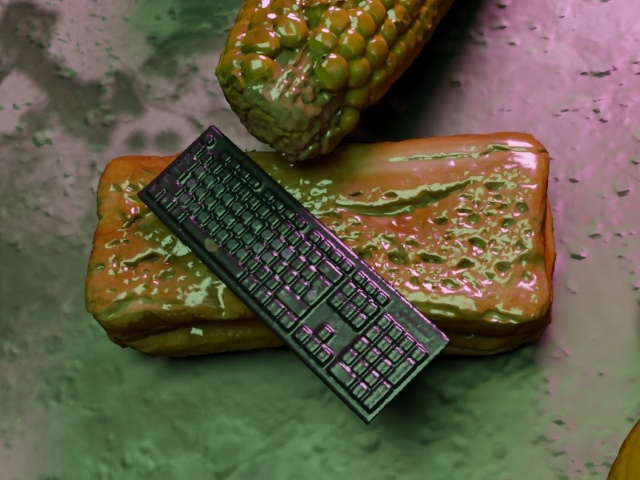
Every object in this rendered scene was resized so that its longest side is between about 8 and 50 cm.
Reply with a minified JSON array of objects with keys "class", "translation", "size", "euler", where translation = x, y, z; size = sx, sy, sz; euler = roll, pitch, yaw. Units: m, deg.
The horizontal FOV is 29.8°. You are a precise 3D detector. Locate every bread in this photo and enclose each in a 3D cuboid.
[{"class":"bread","translation":[-0.001,-0.001,0.704],"size":[0.271,0.077,0.139],"euler":[-3,65,13]}]

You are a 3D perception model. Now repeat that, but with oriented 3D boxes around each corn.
[{"class":"corn","translation":[0.037,-0.180,0.731],"size":[0.119,0.119,0.322],"euler":[21,57,23]}]

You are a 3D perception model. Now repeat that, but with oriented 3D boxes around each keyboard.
[{"class":"keyboard","translation":[-0.019,0.012,0.652],"size":[0.063,0.010,0.198],"euler":[-43,63,-9]}]

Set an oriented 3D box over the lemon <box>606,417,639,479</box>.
[{"class":"lemon","translation":[0.204,0.158,0.522],"size":[0.184,0.184,0.248],"euler":[17,81,22]}]
